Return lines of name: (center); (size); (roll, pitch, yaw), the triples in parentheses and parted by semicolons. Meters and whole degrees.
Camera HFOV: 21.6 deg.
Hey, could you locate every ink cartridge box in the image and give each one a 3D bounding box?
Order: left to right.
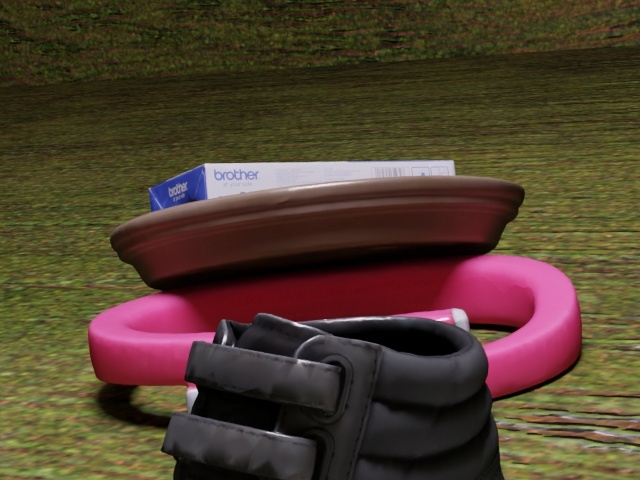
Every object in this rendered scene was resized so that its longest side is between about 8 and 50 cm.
ink cartridge box: (-0.011, -0.029, 1.230); (0.207, 0.046, 0.097); (-2, -7, -30)

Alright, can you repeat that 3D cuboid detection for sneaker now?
sneaker: (-0.045, 0.106, 0.520); (0.104, 0.147, 0.295); (7, 19, 44)

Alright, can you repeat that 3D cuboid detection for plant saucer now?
plant saucer: (0.000, 0.000, 1.119); (0.278, 0.041, 0.278); (-7, -6, -1)

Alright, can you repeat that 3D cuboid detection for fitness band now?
fitness band: (0.008, 0.053, 0.992); (0.291, 0.054, 0.209); (-5, 11, 4)
